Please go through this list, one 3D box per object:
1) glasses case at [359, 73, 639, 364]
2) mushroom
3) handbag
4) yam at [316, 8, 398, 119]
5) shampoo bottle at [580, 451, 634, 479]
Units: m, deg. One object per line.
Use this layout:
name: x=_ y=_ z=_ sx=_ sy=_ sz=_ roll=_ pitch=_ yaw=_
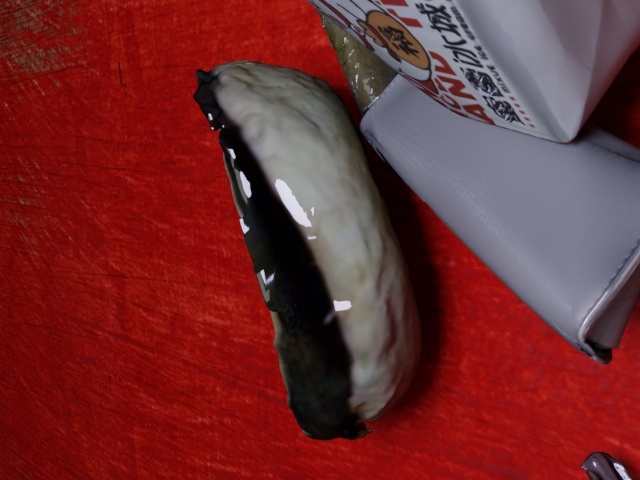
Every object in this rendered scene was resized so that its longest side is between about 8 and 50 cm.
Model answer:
glasses case: x=0.140 y=-0.047 z=0.643 sx=0.128 sy=0.083 sz=0.308 roll=-58 pitch=36 yaw=17
mushroom: x=0.002 y=-0.002 z=0.794 sx=0.247 sy=0.130 sz=0.344 roll=41 pitch=-148 yaw=-78
handbag: x=0.065 y=-0.186 z=0.623 sx=0.298 sy=0.171 sz=0.151 roll=23 pitch=72 yaw=50
yam: x=0.035 y=-0.170 z=0.798 sx=0.054 sy=0.054 sz=0.132 roll=-40 pitch=65 yaw=49
shampoo bottle: x=0.269 y=0.126 z=0.518 sx=0.284 sy=0.071 sz=0.153 roll=-41 pitch=62 yaw=47
